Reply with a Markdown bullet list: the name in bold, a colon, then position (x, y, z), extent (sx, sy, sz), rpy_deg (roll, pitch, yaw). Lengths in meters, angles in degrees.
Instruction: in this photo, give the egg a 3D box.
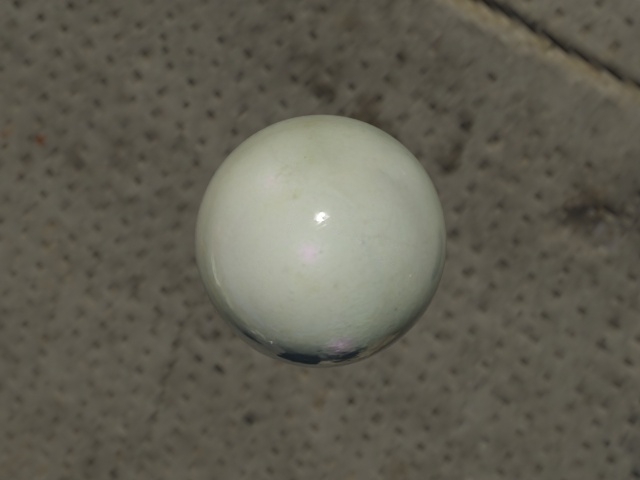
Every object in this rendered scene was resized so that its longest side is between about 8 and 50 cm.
- **egg**: position (0.000, 0.000, 1.200), extent (0.151, 0.209, 0.151), rpy_deg (0, 91, 0)
